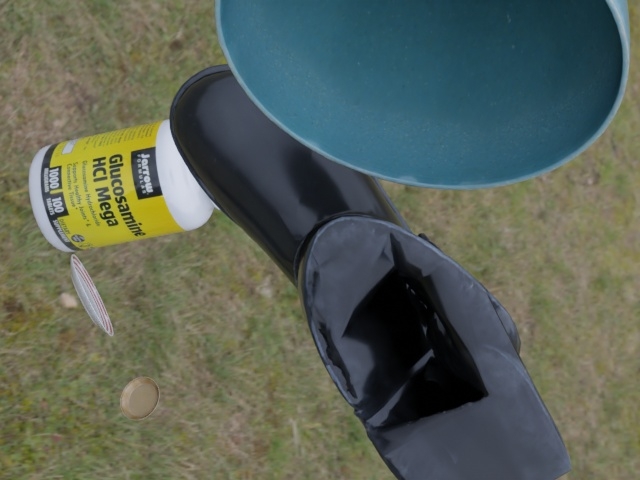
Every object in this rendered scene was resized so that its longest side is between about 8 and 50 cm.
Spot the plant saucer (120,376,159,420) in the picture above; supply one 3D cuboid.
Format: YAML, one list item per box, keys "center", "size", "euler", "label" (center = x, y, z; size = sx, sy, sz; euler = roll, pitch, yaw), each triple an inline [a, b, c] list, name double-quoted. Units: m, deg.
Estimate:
- center: [-0.333, 0.296, 1.873]
  size: [0.015, 0.083, 0.083]
  euler: [48, 47, -57]
  label: "plant saucer"

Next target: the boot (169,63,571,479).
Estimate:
- center: [0.002, 0.001, 0.791]
  size: [0.367, 0.445, 0.146]
  euler: [44, 97, -5]
  label: "boot"

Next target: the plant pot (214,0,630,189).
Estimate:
- center: [0.088, -0.204, 0.751]
  size: [0.290, 0.290, 0.195]
  euler: [34, 55, -25]
  label: "plant pot"

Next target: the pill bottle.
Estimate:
- center: [-0.294, -0.097, 1.671]
  size: [0.188, 0.333, 0.188]
  euler: [-11, 90, -77]
  label: "pill bottle"

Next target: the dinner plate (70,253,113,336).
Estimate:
- center: [-0.358, 0.087, 1.557]
  size: [0.017, 0.141, 0.141]
  euler: [-27, 96, -5]
  label: "dinner plate"
